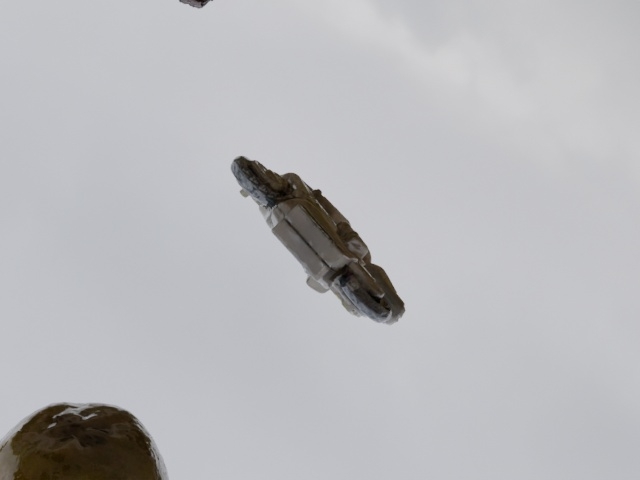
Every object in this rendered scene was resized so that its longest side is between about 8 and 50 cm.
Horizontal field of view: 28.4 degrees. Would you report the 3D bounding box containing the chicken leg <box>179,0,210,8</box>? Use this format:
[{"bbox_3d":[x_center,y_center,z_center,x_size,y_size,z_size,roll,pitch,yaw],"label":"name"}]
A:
[{"bbox_3d":[-0.132,-0.276,1.019,0.093,0.053,0.205,-5,-119,-34],"label":"chicken leg"}]

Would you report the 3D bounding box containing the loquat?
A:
[{"bbox_3d":[-0.332,0.342,1.637,0.276,0.284,0.276,15,-153,-8],"label":"loquat"}]

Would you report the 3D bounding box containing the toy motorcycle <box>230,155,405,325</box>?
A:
[{"bbox_3d":[0.000,0.000,1.957,0.341,0.108,0.223,47,-171,12],"label":"toy motorcycle"}]
